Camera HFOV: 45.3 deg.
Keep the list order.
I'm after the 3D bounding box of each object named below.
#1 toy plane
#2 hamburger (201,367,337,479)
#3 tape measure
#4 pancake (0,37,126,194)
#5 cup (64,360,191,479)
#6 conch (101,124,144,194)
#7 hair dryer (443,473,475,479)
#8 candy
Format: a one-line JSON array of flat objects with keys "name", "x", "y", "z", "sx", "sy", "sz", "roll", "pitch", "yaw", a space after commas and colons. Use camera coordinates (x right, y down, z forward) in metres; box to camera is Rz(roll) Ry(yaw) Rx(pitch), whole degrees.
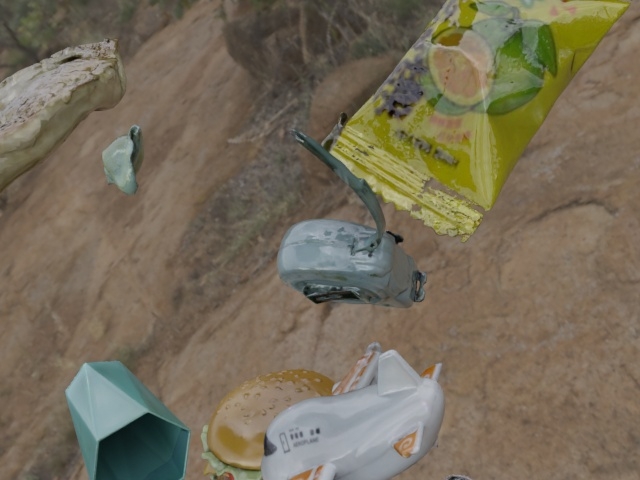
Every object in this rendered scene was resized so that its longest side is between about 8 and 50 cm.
[{"name": "toy plane", "x": 0.025, "y": 0.194, "z": 0.772, "sx": 0.244, "sy": 0.117, "sz": 0.245, "roll": -40, "pitch": 14, "yaw": 12}, {"name": "hamburger", "x": -0.059, "y": 0.328, "z": 1.249, "sx": 0.274, "sy": 0.212, "sz": 0.274, "roll": -7, "pitch": 23, "yaw": 3}, {"name": "tape measure", "x": 0.001, "y": 0.001, "z": 0.785, "sx": 0.163, "sy": 0.330, "sz": 0.084, "roll": -5, "pitch": 69, "yaw": 22}, {"name": "pancake", "x": -0.331, "y": -0.060, "z": 0.683, "sx": 0.386, "sy": 0.082, "sz": 0.387, "roll": -26, "pitch": 25, "yaw": 13}, {"name": "cup", "x": -0.296, "y": 0.273, "z": 1.139, "sx": 0.235, "sy": 0.134, "sz": 0.148, "roll": 25, "pitch": 107, "yaw": 58}, {"name": "conch", "x": -0.316, "y": -0.120, "z": 1.216, "sx": 0.180, "sy": 0.065, "sz": 0.088, "roll": -39, "pitch": 40, "yaw": 56}, {"name": "hair dryer", "x": 0.236, "y": 0.453, "z": 1.042, "sx": 0.220, "sy": 0.053, "sz": 0.195, "roll": 18, "pitch": 106, "yaw": 57}, {"name": "candy", "x": 0.142, "y": -0.156, "z": 0.694, "sx": 0.187, "sy": 0.081, "sz": 0.297, "roll": 35, "pitch": 91, "yaw": 32}]
